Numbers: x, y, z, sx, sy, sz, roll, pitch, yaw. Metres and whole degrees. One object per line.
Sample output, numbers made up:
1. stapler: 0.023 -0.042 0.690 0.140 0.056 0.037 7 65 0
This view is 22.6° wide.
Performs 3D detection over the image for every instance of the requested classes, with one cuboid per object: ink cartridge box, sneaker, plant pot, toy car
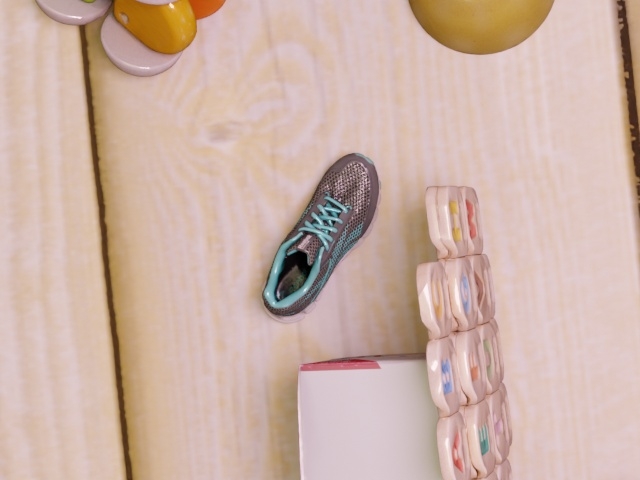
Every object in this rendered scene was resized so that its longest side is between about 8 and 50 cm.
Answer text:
1. ink cartridge box: 0.059 0.160 1.335 0.128 0.176 0.127 -3 87 8
2. sneaker: 0.000 0.000 1.394 0.065 0.076 0.166 28 94 7
3. plant pot: 0.135 -0.230 1.364 0.134 0.095 0.134 0 90 9
4. toy car: -0.163 -0.248 1.400 0.182 0.159 0.136 36 61 8

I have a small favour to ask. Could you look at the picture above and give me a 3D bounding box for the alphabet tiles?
1. alphabet tiles: 0.123 0.097 1.272 0.021 0.278 0.284 -7 88 16
